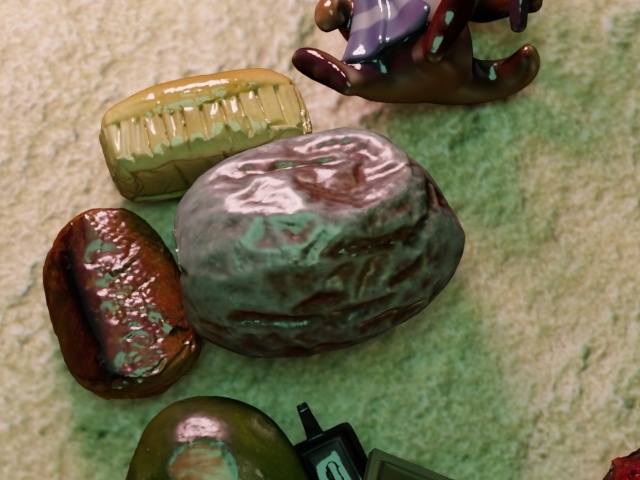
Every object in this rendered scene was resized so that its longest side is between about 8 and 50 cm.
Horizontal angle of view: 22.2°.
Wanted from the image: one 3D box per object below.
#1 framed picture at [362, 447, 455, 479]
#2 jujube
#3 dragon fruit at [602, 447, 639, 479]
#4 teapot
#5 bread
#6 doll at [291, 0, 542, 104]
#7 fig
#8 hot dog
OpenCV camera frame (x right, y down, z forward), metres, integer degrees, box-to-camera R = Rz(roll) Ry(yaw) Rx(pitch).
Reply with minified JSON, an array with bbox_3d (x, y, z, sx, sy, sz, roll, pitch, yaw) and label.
[{"bbox_3d":[0.123,0.384,1.633,0.232,0.024,0.315,23,54,-10],"label":"framed picture"},{"bbox_3d":[0.000,0.005,1.754,0.308,0.215,0.246,-7,39,-1],"label":"jujube"},{"bbox_3d":[0.370,0.339,1.662,0.189,0.163,0.261,-15,72,-33],"label":"dragon fruit"},{"bbox_3d":[0.018,0.254,1.727,0.087,0.096,0.177,-25,72,-6],"label":"teapot"},{"bbox_3d":[-0.130,-0.122,1.841,0.236,0.140,0.106,-11,67,-4],"label":"bread"},{"bbox_3d":[0.127,-0.315,1.860,0.318,0.209,0.339,1,69,0],"label":"doll"},{"bbox_3d":[-0.088,0.270,1.681,0.245,0.195,0.195,25,74,10],"label":"fig"},{"bbox_3d":[-0.221,0.073,1.799,0.160,0.099,0.227,-17,70,-3],"label":"hot dog"}]
